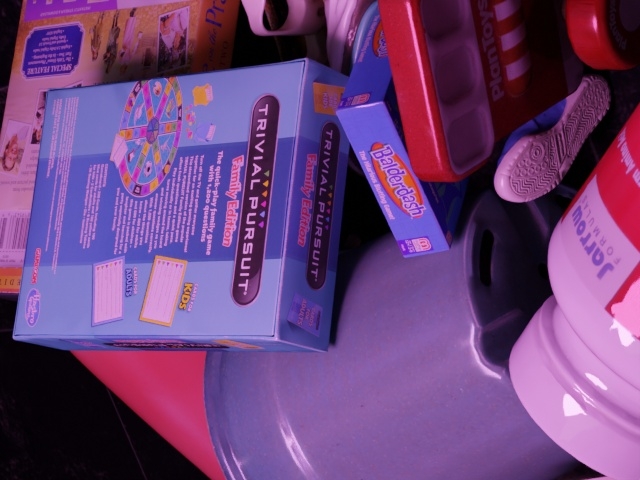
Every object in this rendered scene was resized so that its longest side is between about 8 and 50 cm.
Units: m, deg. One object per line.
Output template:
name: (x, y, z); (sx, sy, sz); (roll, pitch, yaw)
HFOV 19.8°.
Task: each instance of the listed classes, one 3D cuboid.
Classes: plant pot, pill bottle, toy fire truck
plant pot: (0.124, 0.117, 1.709); (0.334, 0.341, 0.341); (-33, 88, 45)
plant pot: (-0.107, 0.124, 2.029); (0.243, 0.275, 0.275); (53, 144, -5)
pill bottle: (0.315, -0.016, 1.362); (0.229, 0.229, 0.408); (44, 122, 21)
toy fire truck: (0.135, -0.225, 1.483); (0.169, 0.254, 0.302); (7, 120, 39)

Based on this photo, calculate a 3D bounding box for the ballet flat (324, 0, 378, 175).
ballet flat: (0.061, -0.257, 1.690); (0.139, 0.139, 0.400); (28, 129, 36)

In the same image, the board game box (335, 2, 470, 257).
board game box: (0.084, -0.114, 1.575); (0.047, 0.210, 0.160); (-10, 127, 24)

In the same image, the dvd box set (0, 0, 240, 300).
dvd box set: (-0.219, -0.142, 1.922); (0.307, 0.062, 0.420); (-1, 78, 44)

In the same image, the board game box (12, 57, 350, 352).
board game box: (-0.131, -0.025, 1.715); (0.336, 0.079, 0.254); (-2, 77, 38)

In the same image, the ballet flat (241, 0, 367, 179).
ballet flat: (-0.012, -0.199, 1.803); (0.123, 0.123, 0.348); (3, 116, 48)

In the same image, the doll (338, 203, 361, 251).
doll: (0.000, 0.000, 1.918); (0.046, 0.129, 0.189); (11, 99, 34)

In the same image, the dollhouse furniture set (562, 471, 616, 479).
dollhouse furniture set: (0.339, 0.332, 1.536); (0.286, 0.198, 0.303); (-16, 82, 40)

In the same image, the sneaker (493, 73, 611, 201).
sneaker: (0.184, -0.092, 1.621); (0.084, 0.152, 0.058); (8, 142, 51)
